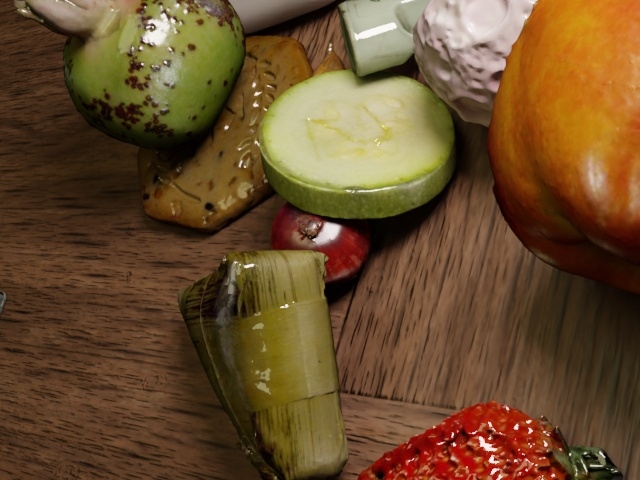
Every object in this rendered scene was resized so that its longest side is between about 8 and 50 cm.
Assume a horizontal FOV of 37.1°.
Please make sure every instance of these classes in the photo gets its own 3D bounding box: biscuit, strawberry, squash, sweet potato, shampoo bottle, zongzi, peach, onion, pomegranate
[{"bbox_3d":[-0.151,-0.173,1.474,0.359,0.046,0.359,-18,56,29],"label":"biscuit"},{"bbox_3d":[0.145,0.248,0.942,0.286,0.106,0.188,-19,53,30],"label":"strawberry"},{"bbox_3d":[0.050,-0.130,1.203,0.251,0.049,0.252,-3,46,3],"label":"squash"},{"bbox_3d":[0.023,-0.169,1.323,0.068,0.068,0.226,-25,61,25],"label":"sweet potato"},{"bbox_3d":[0.147,-0.291,1.247,0.234,0.087,0.118,-14,43,0],"label":"shampoo bottle"},{"bbox_3d":[-0.091,0.165,1.168,0.300,0.145,0.274,-21,75,55],"label":"zongzi"},{"bbox_3d":[0.353,-0.112,0.830,0.406,0.335,0.310,-47,41,7],"label":"peach"},{"bbox_3d":[0.000,0.000,1.197,0.131,0.131,0.131,-19,54,29],"label":"onion"},{"bbox_3d":[-0.281,-0.292,1.376,0.284,0.340,0.285,-22,53,34],"label":"pomegranate"}]

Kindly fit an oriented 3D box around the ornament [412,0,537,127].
[{"bbox_3d":[0.235,-0.243,1.071,0.259,0.225,0.259,-59,3,6],"label":"ornament"}]

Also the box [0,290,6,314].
[{"bbox_3d":[-0.613,0.110,1.649,0.122,0.069,0.084,8,72,41],"label":"box"}]

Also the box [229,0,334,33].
[{"bbox_3d":[-0.059,-0.504,1.530,0.288,0.141,0.349,-11,58,32],"label":"box"}]
